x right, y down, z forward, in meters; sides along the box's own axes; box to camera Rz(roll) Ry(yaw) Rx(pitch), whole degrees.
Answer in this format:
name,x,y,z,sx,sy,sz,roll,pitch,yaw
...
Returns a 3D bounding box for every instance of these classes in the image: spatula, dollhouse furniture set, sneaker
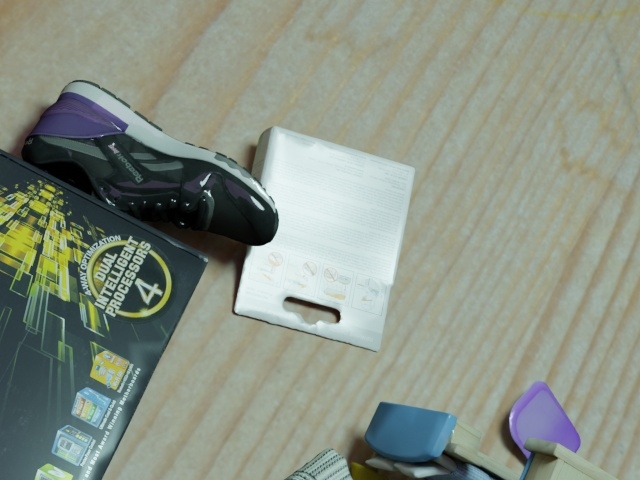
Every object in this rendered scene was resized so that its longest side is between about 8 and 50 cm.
name,x,y,z,sx,sy,sz,roll,pitch,yaw
spatula,0.321,0.288,1.761,0.296,0.030,0.084,46,55,5
dollhouse furniture set,0.189,0.321,1.586,0.286,0.303,0.198,32,76,-26
sneaker,-0.186,-0.048,1.685,0.283,0.107,0.124,28,56,6

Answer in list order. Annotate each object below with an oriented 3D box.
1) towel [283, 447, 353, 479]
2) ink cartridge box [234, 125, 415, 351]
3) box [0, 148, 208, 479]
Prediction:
name,x,y,z,sx,sy,sz,roll,pitch,yaw
towel,-0.015,0.399,1.437,0.312,0.056,0.324,-29,99,-45
ink cartridge box,0.000,0.000,1.782,0.181,0.056,0.224,16,75,-16
box,-0.327,0.110,1.527,0.318,0.097,0.395,27,55,-4
